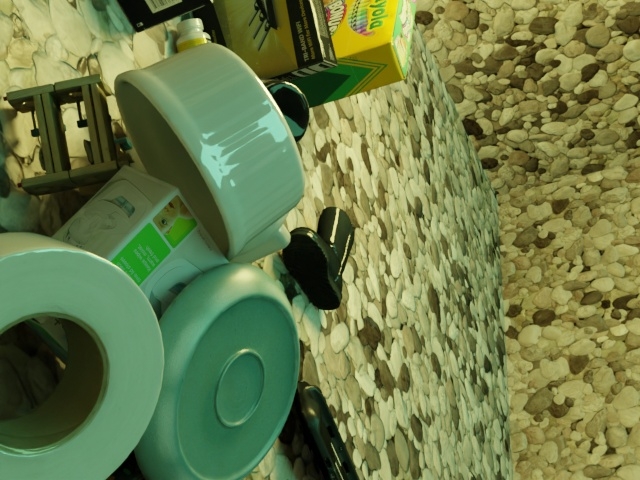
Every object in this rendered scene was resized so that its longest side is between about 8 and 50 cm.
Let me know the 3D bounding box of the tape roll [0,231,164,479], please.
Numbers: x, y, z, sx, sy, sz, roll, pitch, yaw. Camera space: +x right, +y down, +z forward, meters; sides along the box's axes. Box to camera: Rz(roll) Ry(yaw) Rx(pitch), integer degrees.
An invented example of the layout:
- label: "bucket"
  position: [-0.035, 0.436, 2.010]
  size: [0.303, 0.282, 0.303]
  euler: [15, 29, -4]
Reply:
- label: "tape roll"
  position: [-0.310, 0.135, 0.964]
  size: [0.286, 0.100, 0.286]
  euler: [-10, 107, -37]

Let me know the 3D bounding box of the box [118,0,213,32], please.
- label: "box"
  position: [-0.250, -0.450, 1.571]
  size: [0.093, 0.155, 0.158]
  euler: [60, 27, -32]

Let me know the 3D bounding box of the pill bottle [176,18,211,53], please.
- label: "pill bottle"
  position: [-0.226, -0.340, 1.682]
  size: [0.065, 0.065, 0.116]
  euler: [-11, 87, -68]

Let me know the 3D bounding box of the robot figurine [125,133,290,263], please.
- label: "robot figurine"
  position: [-0.176, -0.110, 1.485]
  size: [0.353, 0.199, 0.300]
  euler: [55, 13, -42]

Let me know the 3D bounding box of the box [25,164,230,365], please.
- label: "box"
  position: [-0.235, 0.081, 1.185]
  size: [0.231, 0.126, 0.262]
  euler: [-48, 135, -21]

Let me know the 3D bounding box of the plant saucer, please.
- label: "plant saucer"
  position: [-0.116, 0.187, 1.194]
  size: [0.317, 0.043, 0.318]
  euler: [-22, 117, -52]

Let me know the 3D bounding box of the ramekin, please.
- label: "ramekin"
  position: [-0.141, -0.123, 1.215]
  size: [0.277, 0.135, 0.277]
  euler: [49, -19, 23]

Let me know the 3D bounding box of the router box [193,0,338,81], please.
- label: "router box"
  position: [-0.121, -0.449, 1.766]
  size: [0.081, 0.242, 0.309]
  euler: [-6, 82, -68]

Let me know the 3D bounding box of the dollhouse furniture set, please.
- label: "dollhouse furniture set"
  position: [-0.333, -0.127, 1.263]
  size: [0.184, 0.128, 0.129]
  euler: [94, -15, -82]

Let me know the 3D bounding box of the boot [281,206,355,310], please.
- label: "boot"
  position: [0.000, 0.000, 1.977]
  size: [0.246, 0.094, 0.207]
  euler: [64, 28, -44]

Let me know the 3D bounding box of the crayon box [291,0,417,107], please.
- label: "crayon box"
  position: [0.045, -0.451, 2.070]
  size: [0.363, 0.313, 0.106]
  euler: [-78, 147, -47]

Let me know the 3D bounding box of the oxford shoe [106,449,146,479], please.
- label: "oxford shoe"
  position: [-0.243, 0.319, 1.149]
  size: [0.227, 0.082, 0.096]
  euler: [-33, 120, -57]

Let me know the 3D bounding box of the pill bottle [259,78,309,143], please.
- label: "pill bottle"
  position: [-0.125, -0.229, 1.646]
  size: [0.122, 0.219, 0.123]
  euler: [-8, 105, -32]

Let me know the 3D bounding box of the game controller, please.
- label: "game controller"
  position: [0.017, 0.425, 1.779]
  size: [0.166, 0.067, 0.319]
  euler: [-84, 154, -69]
